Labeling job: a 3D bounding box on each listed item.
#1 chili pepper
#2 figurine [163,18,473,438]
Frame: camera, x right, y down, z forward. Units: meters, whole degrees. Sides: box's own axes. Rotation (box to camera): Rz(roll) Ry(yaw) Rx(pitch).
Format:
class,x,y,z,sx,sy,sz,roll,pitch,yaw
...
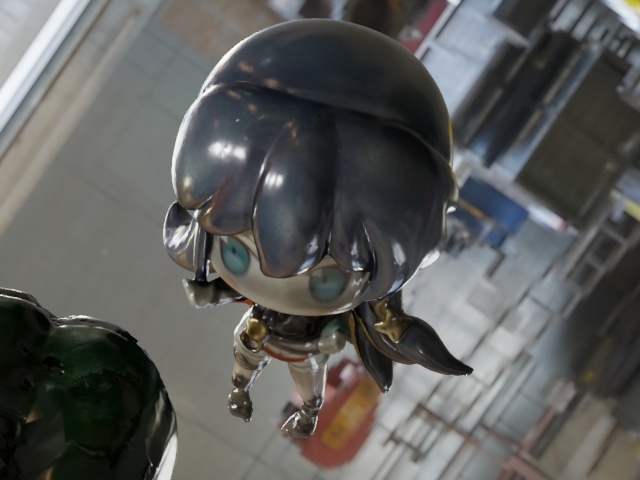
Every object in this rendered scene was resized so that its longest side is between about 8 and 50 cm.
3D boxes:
class,x,y,z,sx,sy,sz,roll,pitch,yaw
chili pepper,-0.159,0.109,0.804,0.165,0.174,0.261,17,-149,-8
figurine,-0.007,-0.010,0.933,0.175,0.197,0.265,1,156,-14
